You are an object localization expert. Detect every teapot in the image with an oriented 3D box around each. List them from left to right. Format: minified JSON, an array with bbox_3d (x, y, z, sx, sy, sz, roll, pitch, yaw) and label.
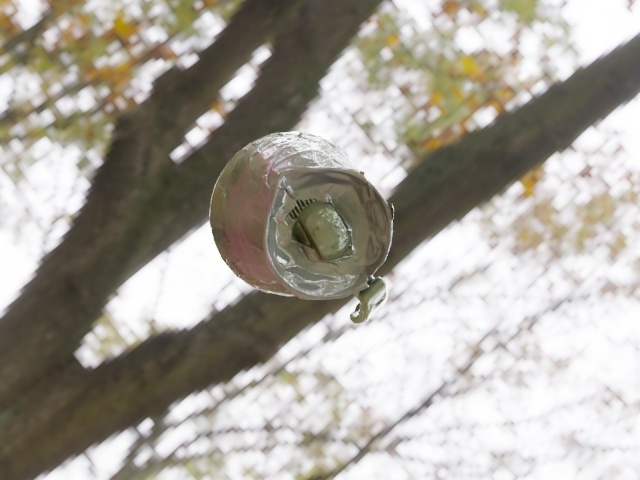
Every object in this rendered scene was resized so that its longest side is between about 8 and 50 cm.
[{"bbox_3d":[0.000,0.000,0.735,0.083,0.064,0.064,53,-8,-17],"label":"teapot"}]
